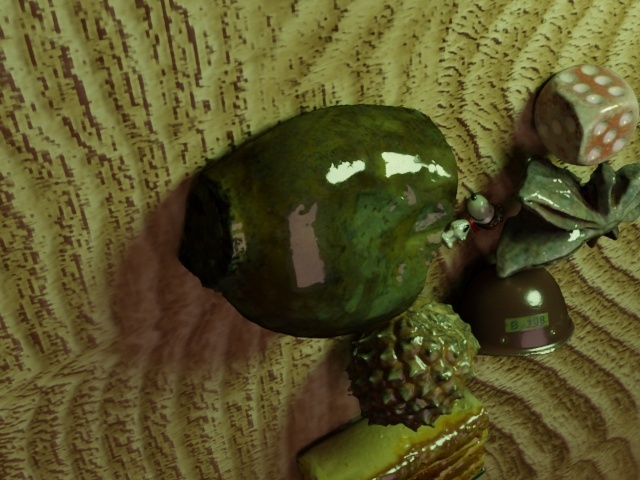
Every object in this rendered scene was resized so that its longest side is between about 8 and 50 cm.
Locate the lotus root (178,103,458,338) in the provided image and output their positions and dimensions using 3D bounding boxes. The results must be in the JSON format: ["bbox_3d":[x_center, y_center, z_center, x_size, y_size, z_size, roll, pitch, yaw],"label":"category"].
[{"bbox_3d":[-0.005,-0.010,1.230,0.260,0.149,0.267,1,124,-42],"label":"lotus root"}]

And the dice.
[{"bbox_3d":[0.320,-0.151,1.400,0.094,0.093,0.091,-21,139,-24],"label":"dice"}]

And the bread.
[{"bbox_3d":[0.109,0.332,1.693,0.275,0.114,0.184,-24,139,-17],"label":"bread"}]

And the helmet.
[{"bbox_3d":[0.249,0.082,1.558,0.175,0.155,0.106,-10,110,4],"label":"helmet"}]

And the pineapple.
[{"bbox_3d":[0.109,0.171,1.499,0.166,0.166,0.193,3,124,-42],"label":"pineapple"}]

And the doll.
[{"bbox_3d":[0.191,-0.021,1.468,0.058,0.040,0.085,31,101,-38],"label":"doll"}]

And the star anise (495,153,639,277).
[{"bbox_3d":[0.323,-0.042,1.486,0.258,0.110,0.198,-11,150,-34],"label":"star anise"}]
